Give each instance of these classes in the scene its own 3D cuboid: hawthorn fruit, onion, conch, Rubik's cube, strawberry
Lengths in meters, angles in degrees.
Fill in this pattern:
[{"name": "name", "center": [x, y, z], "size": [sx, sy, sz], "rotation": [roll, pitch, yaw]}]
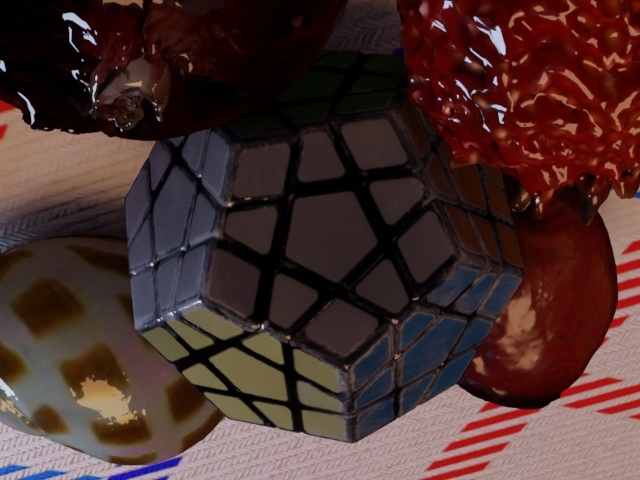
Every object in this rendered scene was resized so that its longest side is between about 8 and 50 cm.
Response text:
[{"name": "hawthorn fruit", "center": [0.169, 0.024, 1.664], "size": [0.189, 0.189, 0.251], "rotation": [-7, 129, 0]}, {"name": "onion", "center": [-0.129, -0.188, 1.283], "size": [0.314, 0.232, 0.314], "rotation": [0, 136, 0]}, {"name": "conch", "center": [-0.192, 0.096, 1.684], "size": [0.368, 0.197, 0.249], "rotation": [13, 173, -23]}, {"name": "Rubik's cube", "center": [0.000, 0.000, 1.487], "size": [0.319, 0.264, 0.319], "rotation": [-34, 151, -21]}, {"name": "strawberry", "center": [0.162, -0.213, 1.317], "size": [0.292, 0.292, 0.343], "rotation": [-14, 119, 9]}]
